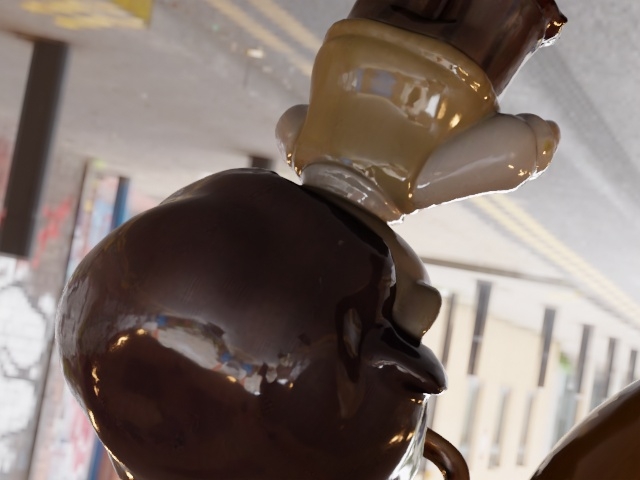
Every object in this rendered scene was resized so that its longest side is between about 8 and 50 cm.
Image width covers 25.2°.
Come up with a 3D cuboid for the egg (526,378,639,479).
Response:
[{"bbox_3d":[0.190,0.207,0.518,0.282,0.351,0.282,-13,154,-7],"label":"egg"}]

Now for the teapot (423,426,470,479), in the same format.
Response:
[{"bbox_3d":[0.001,0.152,1.118,0.252,0.135,0.178,29,148,-6],"label":"teapot"}]

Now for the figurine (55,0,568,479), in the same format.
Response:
[{"bbox_3d":[0.002,0.005,0.808,0.218,0.365,0.206,27,147,14],"label":"figurine"}]
